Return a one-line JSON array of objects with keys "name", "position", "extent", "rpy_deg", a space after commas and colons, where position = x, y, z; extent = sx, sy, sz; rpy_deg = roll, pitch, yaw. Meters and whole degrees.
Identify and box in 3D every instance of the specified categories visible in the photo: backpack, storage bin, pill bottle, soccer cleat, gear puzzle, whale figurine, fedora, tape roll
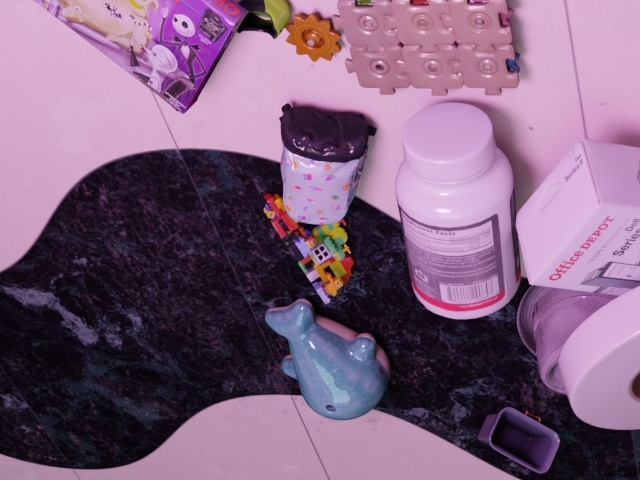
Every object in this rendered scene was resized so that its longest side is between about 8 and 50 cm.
[{"name": "backpack", "position": [-0.002, -0.113, 1.886], "extent": [0.152, 0.115, 0.182], "rpy_deg": [12, 142, 4]}, {"name": "storage bin", "position": [0.368, 0.370, 2.309], "extent": [0.135, 0.098, 0.091], "rpy_deg": [30, 166, -13]}, {"name": "pill bottle", "position": [0.206, -0.045, 1.834], "extent": [0.176, 0.176, 0.319], "rpy_deg": [4, 137, 17]}, {"name": "soccer cleat", "position": [-0.131, -0.331, 1.722], "extent": [0.178, 0.072, 0.060], "rpy_deg": [15, 139, 5]}, {"name": "gear puzzle", "position": [0.111, -0.283, 1.716], "extent": [0.338, 0.044, 0.175], "rpy_deg": [3, 139, 22]}, {"name": "whale figurine", "position": [0.006, 0.224, 2.235], "extent": [0.216, 0.141, 0.272], "rpy_deg": [-18, 127, 35]}, {"name": "fedora", "position": [0.443, 0.168, 2.021], "extent": [0.243, 0.124, 0.275], "rpy_deg": [20, 140, -2]}, {"name": "tape roll", "position": [0.556, 0.168, 1.853], "extent": [0.392, 0.072, 0.392], "rpy_deg": [-9, 145, -7]}]

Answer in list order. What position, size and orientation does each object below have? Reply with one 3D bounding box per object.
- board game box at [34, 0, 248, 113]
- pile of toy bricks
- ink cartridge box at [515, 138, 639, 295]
[{"name": "board game box", "position": [-0.286, -0.352, 1.724], "extent": [0.347, 0.056, 0.208], "rpy_deg": [37, 134, -1]}, {"name": "pile of toy bricks", "position": [0.000, 0.000, 2.037], "extent": [0.105, 0.118, 0.212], "rpy_deg": [-34, 113, -1]}, {"name": "ink cartridge box", "position": [0.456, -0.020, 1.743], "extent": [0.289, 0.122, 0.211], "rpy_deg": [7, 144, -18]}]
